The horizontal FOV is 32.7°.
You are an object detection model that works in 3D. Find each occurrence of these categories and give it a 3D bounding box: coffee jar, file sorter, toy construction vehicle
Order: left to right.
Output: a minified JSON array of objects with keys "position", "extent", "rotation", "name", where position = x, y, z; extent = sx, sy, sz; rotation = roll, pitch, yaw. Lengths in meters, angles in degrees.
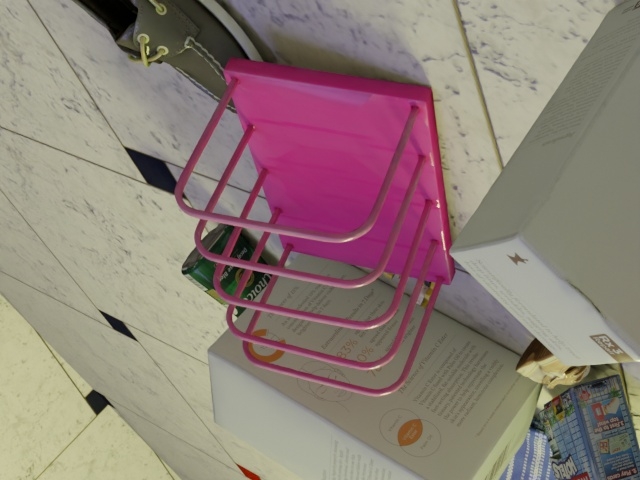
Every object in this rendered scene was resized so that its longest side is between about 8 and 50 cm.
[{"position":[-0.099,0.067,1.528],"extent":[0.184,0.096,0.079],"rotation":[44,160,-17],"name":"coffee jar"},{"position":[0.000,0.000,1.067],"extent":[0.202,0.182,0.290],"rotation":[12,147,20],"name":"file sorter"},{"position":[0.098,0.035,1.251],"extent":[0.086,0.035,0.098],"rotation":[33,157,10],"name":"toy construction vehicle"}]

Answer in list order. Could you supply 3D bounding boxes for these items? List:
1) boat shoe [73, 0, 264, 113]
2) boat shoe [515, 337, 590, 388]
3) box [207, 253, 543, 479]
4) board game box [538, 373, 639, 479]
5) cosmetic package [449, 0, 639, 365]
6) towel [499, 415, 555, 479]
[{"position":[-0.176,-0.226,1.072],"extent":[0.305,0.091,0.109],"rotation":[44,157,-16],"name":"boat shoe"},{"position":[0.260,0.123,1.157],"extent":[0.059,0.063,0.170],"rotation":[33,167,4],"name":"boat shoe"},{"position":[0.064,0.193,1.336],"extent":[0.345,0.215,0.168],"rotation":[29,143,21],"name":"box"},{"position":[0.307,0.267,1.216],"extent":[0.194,0.060,0.194],"rotation":[108,147,-69],"name":"board game box"},{"position":[0.194,-0.045,0.692],"extent":[0.117,0.231,0.085],"rotation":[43,157,-13],"name":"cosmetic package"},{"position":[0.233,0.309,1.484],"extent":[0.336,0.040,0.243],"rotation":[25,135,28],"name":"towel"}]
